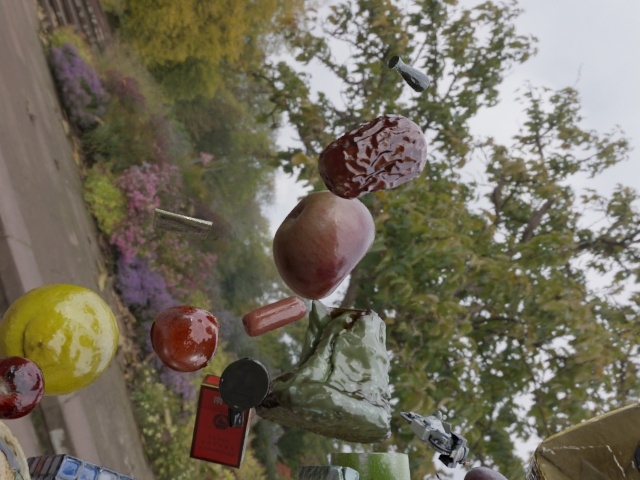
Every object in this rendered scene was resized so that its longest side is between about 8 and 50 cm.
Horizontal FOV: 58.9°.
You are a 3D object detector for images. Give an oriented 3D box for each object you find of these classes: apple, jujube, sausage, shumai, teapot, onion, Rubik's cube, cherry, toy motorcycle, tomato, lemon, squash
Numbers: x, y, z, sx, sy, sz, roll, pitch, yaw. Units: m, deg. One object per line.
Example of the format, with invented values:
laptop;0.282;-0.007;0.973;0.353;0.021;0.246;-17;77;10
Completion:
apple;0.000;0.000;1.737;0.269;0.345;0.345;41;-22;4
jujube;0.106;-0.168;1.165;0.155;0.230;0.155;53;-20;28
sausage;-0.107;0.177;1.334;0.062;0.154;0.062;53;-27;42
shumai;0.034;0.317;1.402;0.397;0.324;0.324;100;5;-67
teapot;0.188;-0.361;1.221;0.042;0.110;0.043;-18;-118;39
onion;-0.634;0.301;1.169;0.131;0.131;0.131;162;-90;-73
Rubik's cube;-0.691;0.774;1.563;0.286;0.293;0.292;-23;-139;43
cherry;0.444;0.676;1.561;0.188;0.115;0.148;38;-4;-27
toy motorcycle;0.316;0.526;1.528;0.102;0.150;0.221;-64;-154;0
tomato;-0.329;0.226;1.365;0.167;0.167;0.167;162;-90;-73
lemon;-0.757;0.286;1.655;0.348;0.347;0.348;162;-90;-73
squash;0.155;0.866;1.777;0.263;0.262;0.385;116;-23;-66

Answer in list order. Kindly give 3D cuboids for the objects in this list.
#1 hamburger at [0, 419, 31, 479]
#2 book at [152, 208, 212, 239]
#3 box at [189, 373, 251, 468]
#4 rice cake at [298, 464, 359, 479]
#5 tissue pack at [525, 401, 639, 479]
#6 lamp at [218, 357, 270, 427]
hamburger;-0.637;0.417;1.070;0.135;0.155;0.208;-14;-96;57
book;-0.419;-0.047;1.707;0.192;0.167;0.013;142;-40;-68
box;-0.275;0.512;1.605;0.074;0.153;0.240;-51;153;-75
rice cake;0.012;0.477;1.106;0.206;0.063;0.069;134;-29;-60
tissue pack;0.622;0.522;1.223;0.382;0.293;0.228;62;7;-56
lamp;-0.214;0.375;1.355;0.371;0.108;0.130;132;-48;-60
